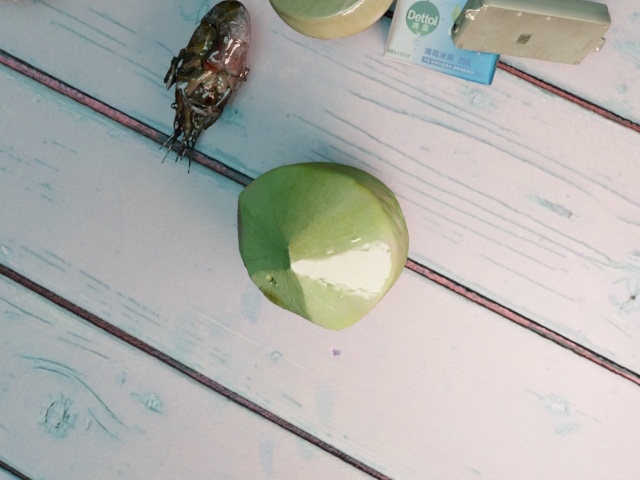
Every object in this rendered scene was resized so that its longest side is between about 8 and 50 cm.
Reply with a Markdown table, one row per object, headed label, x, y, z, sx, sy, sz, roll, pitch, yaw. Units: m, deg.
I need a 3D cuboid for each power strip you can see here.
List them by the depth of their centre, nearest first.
| label | x | y | z | sx | sy | sz | roll | pitch | yaw |
| --- | --- | --- | --- | --- | --- | --- | --- | --- | --- |
| power strip | 0.343 | -0.350 | 1.618 | 0.271 | 0.118 | 0.046 | 4 | 61 | -18 |

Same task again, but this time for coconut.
| label | x | y | z | sx | sy | sz | roll | pitch | yaw |
| --- | --- | --- | --- | --- | --- | --- | --- | --- | --- |
| coconut | 0.000 | 0.000 | 1.706 | 0.281 | 0.328 | 0.328 | -39 | 86 | 19 |

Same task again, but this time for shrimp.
| label | x | y | z | sx | sy | sz | roll | pitch | yaw |
| --- | --- | --- | --- | --- | --- | --- | --- | --- | --- |
| shrimp | -0.212 | -0.281 | 1.835 | 0.145 | 0.116 | 0.343 | 35 | 110 | 33 |

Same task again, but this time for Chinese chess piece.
| label | x | y | z | sx | sy | sz | roll | pitch | yaw |
| --- | --- | --- | --- | --- | --- | --- | --- | --- | --- |
| Chinese chess piece | 0.021 | -0.473 | 1.718 | 0.250 | 0.101 | 0.250 | -4 | 79 | 22 |

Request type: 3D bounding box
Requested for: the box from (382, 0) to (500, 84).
| label | x | y | z | sx | sy | sz | roll | pitch | yaw |
| --- | --- | --- | --- | --- | --- | --- | --- | --- | --- |
| box | 0.223 | -0.361 | 1.724 | 0.194 | 0.073 | 0.139 | 17 | 102 | 13 |
